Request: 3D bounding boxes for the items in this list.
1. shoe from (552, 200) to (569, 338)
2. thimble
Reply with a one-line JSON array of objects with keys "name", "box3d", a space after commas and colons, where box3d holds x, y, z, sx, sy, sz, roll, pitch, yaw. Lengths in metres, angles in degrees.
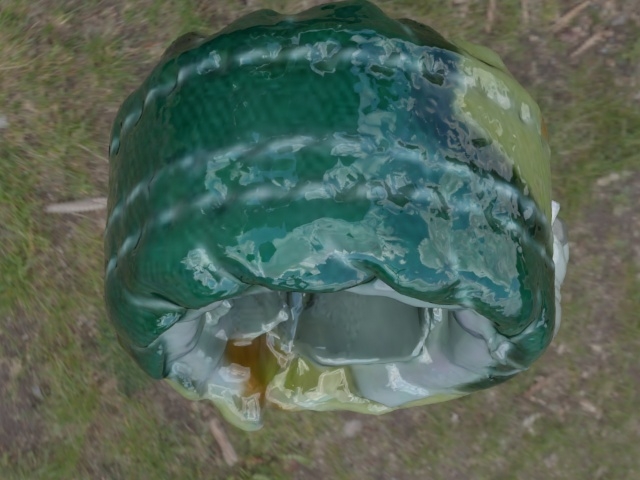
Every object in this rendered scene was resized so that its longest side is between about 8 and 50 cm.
[{"name": "shoe", "box3d": [0.176, 0.028, 1.243, 0.124, 0.316, 0.159, 22, 80, -8]}, {"name": "thimble", "box3d": [0.000, 0.000, 0.706, 0.254, 0.288, 0.167, 9, 64, -18]}]
